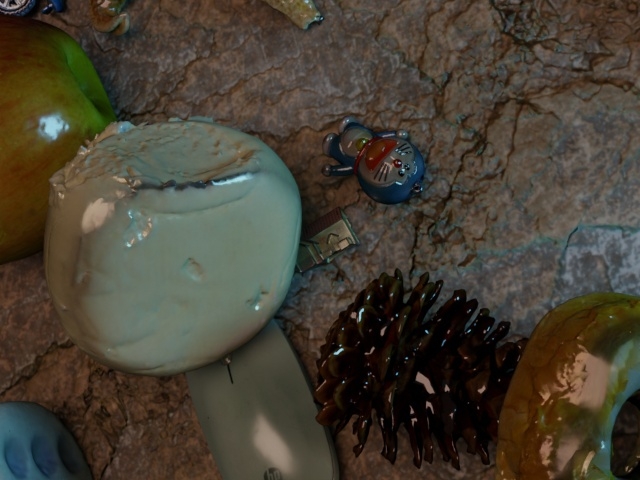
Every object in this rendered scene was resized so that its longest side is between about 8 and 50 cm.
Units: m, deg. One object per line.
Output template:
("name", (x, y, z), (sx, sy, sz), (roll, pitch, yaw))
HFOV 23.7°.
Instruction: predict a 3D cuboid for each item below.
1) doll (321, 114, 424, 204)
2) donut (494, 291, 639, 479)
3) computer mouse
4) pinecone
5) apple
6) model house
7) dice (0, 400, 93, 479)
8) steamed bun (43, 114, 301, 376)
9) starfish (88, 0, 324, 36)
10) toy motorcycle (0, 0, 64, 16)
("doll", (0.074, -0.101, 1.962), (0.152, 0.085, 0.114), (38, 78, 29))
("donut", (0.347, 0.227, 1.729), (0.330, 0.160, 0.330), (-1, 92, -14))
("computer mouse", (-0.080, 0.233, 1.974), (0.159, 0.097, 0.288), (-29, 77, 16))
("pinecone", (0.137, 0.163, 1.835), (0.292, 0.246, 0.246), (16, 90, 11))
("apple", (-0.430, -0.135, 2.009), (0.339, 0.339, 0.340), (-2, 84, 19))
("model house", (0.000, 0.000, 1.991), (0.083, 0.057, 0.058), (-31, 80, 16))
("dice", (-0.456, 0.372, 1.998), (0.262, 0.268, 0.265), (-24, 77, 15))
("steamed bun", (-0.201, 0.002, 1.917), (0.233, 0.333, 0.312), (44, 128, 49))
("starfish", (-0.130, -0.433, 2.071), (0.432, 0.082, 0.324), (-7, 79, 16))
("toy motorcycle", (-0.430, -0.440, 2.168), (0.135, 0.092, 0.254), (-14, 89, 8))
